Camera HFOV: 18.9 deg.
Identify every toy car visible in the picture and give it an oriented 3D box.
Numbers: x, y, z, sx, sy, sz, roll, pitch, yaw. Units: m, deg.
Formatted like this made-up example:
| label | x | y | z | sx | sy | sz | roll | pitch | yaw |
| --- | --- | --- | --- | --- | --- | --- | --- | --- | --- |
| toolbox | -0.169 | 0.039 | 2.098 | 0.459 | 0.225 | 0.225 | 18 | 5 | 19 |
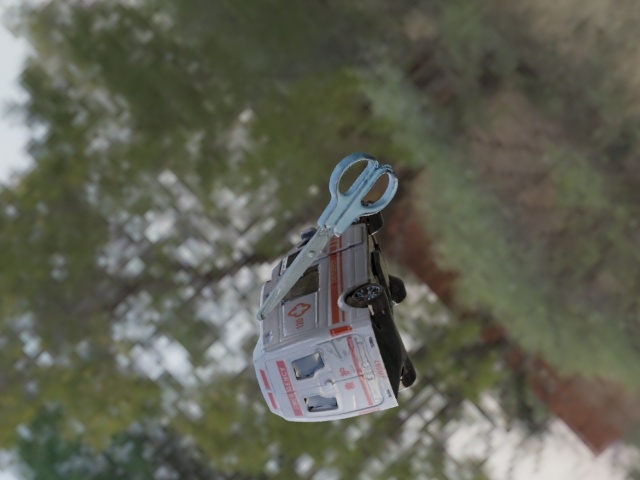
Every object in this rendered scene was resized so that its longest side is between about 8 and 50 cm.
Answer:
| label | x | y | z | sx | sy | sz | roll | pitch | yaw |
| --- | --- | --- | --- | --- | --- | --- | --- | --- | --- |
| toy car | 0.008 | 0.052 | 1.476 | 0.210 | 0.108 | 0.089 | -90 | -19 | -60 |

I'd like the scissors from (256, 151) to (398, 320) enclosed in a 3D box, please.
| label | x | y | z | sx | sy | sz | roll | pitch | yaw |
| --- | --- | --- | --- | --- | --- | --- | --- | --- | --- |
| scissors | 0.000 | 0.000 | 0.786 | 0.036 | 0.083 | 0.006 | 29 | -169 | -48 |
